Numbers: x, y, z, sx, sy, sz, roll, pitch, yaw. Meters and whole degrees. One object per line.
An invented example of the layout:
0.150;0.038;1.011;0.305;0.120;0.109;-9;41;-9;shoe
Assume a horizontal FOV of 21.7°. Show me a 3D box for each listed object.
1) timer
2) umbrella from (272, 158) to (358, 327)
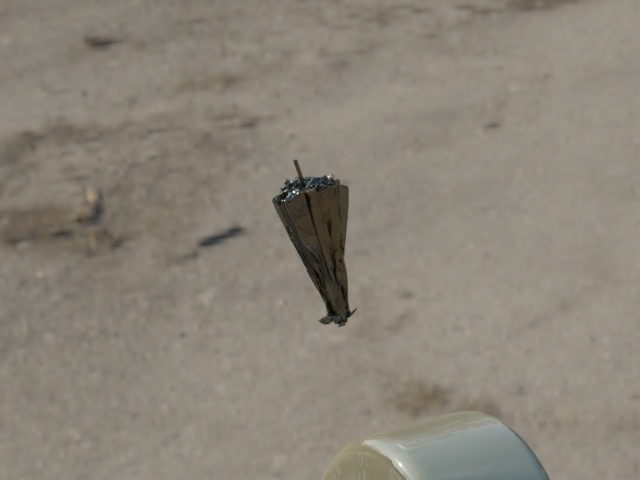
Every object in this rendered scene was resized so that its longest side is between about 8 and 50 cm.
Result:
-0.023;0.182;0.871;0.266;0.175;0.175;0;19;-27;timer
0.000;0.001;0.700;0.031;0.083;0.020;-16;25;-3;umbrella
